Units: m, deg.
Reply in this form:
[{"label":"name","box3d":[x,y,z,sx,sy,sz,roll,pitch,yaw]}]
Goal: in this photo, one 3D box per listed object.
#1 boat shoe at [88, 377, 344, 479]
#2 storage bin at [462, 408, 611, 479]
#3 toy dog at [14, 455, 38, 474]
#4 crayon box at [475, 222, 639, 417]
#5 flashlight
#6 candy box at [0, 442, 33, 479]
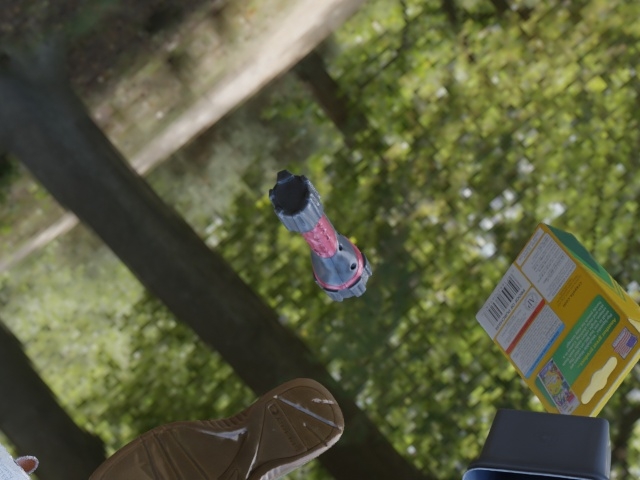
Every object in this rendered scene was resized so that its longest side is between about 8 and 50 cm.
[{"label":"boat shoe","box3d":[-0.128,0.259,1.554,0.342,0.123,0.123,-23,166,-41]},{"label":"storage bin","box3d":[0.210,0.214,1.276,0.135,0.098,0.091,4,-138,20]},{"label":"toy dog","box3d":[-0.445,0.438,2.092,0.333,0.220,0.161,5,170,-38]},{"label":"crayon box","box3d":[0.395,0.146,2.171,0.203,0.083,0.323,-58,-144,19]},{"label":"flashlight","box3d":[0.000,0.000,2.373,0.103,0.103,0.304,-65,152,-17]},{"label":"candy box","box3d":[-0.470,0.267,1.781,0.070,0.165,0.196,-43,-159,-22]}]
